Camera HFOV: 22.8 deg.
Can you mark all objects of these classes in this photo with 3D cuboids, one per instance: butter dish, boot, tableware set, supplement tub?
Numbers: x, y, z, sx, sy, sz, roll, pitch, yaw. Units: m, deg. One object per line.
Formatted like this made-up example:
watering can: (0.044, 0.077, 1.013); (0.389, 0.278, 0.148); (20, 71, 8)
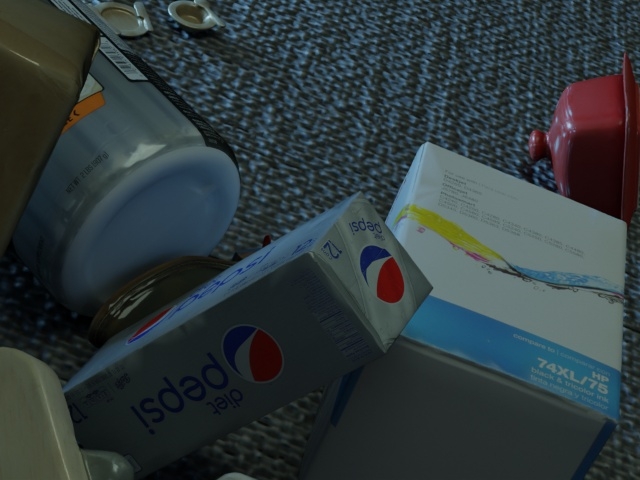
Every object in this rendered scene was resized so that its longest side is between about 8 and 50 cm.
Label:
butter dish: (0.284, -0.103, 1.716); (0.118, 0.160, 0.160); (1, 35, 10)
boot: (-0.083, 0.071, 1.324); (0.219, 0.082, 0.106); (-17, 49, -44)
tableware set: (-0.193, -0.269, 1.753); (0.169, 0.020, 0.141); (-5, 45, -34)
supplement tub: (-0.232, -0.099, 1.365); (0.194, 0.193, 0.316); (-18, 51, -43)

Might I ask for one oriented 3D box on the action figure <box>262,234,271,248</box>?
action figure: (0.000, 0.000, 1.507); (0.115, 0.030, 0.038); (-11, 42, -40)

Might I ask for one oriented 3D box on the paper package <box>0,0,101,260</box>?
paper package: (-0.358, -0.072, 1.104); (0.325, 0.309, 0.168); (25, 13, -11)

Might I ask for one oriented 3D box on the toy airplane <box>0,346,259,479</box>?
toy airplane: (-0.145, 0.284, 0.855); (0.384, 0.272, 0.386); (24, 67, 22)

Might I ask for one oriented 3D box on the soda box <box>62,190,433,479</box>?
soda box: (-0.062, 0.077, 1.151); (0.091, 0.286, 0.098); (53, 35, -9)

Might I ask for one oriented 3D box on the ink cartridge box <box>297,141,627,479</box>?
ink cartridge box: (0.121, 0.093, 1.306); (0.197, 0.198, 0.270); (21, 36, -2)
